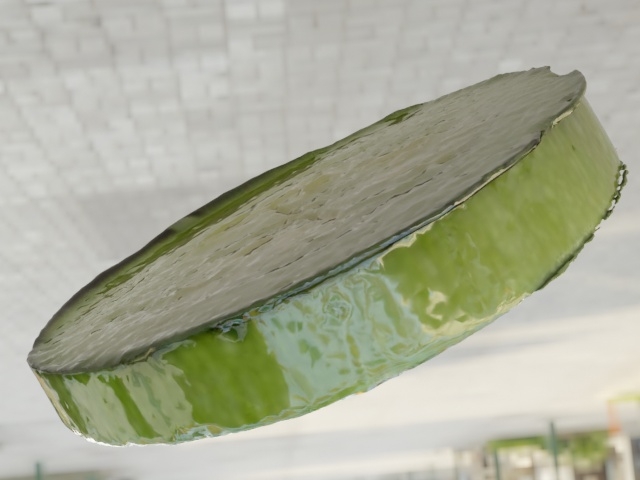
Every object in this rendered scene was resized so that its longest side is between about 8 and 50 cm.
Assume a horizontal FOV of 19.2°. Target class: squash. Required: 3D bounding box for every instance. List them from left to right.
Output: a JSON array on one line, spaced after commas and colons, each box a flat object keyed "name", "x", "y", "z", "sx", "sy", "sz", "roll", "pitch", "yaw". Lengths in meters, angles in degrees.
[{"name": "squash", "x": 0.002, "y": 0.004, "z": 0.662, "sx": 0.219, "sy": 0.041, "sz": 0.219, "roll": -26, "pitch": -168, "yaw": 6}]
